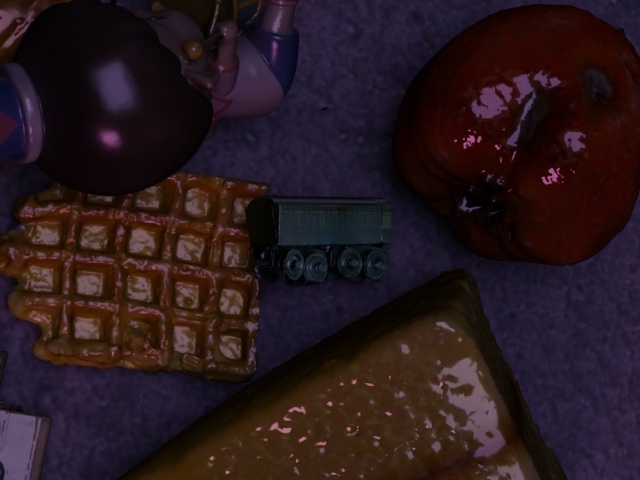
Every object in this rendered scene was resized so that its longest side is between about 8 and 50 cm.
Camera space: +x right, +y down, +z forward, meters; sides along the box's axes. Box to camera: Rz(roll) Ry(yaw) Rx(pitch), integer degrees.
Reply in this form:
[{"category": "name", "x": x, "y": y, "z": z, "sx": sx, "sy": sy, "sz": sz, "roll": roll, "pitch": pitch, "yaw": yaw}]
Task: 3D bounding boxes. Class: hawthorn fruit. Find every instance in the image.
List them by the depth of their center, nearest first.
[{"category": "hawthorn fruit", "x": 0.185, "y": -0.107, "z": 1.225, "sx": 0.207, "sy": 0.207, "sz": 0.243, "roll": 44, "pitch": 61, "yaw": -7}]

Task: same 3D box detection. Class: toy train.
[{"category": "toy train", "x": 0.000, "y": 0.000, "z": 1.197, "sx": 0.148, "sy": 0.038, "sz": 0.070, "roll": -1, "pitch": 87, "yaw": -47}]

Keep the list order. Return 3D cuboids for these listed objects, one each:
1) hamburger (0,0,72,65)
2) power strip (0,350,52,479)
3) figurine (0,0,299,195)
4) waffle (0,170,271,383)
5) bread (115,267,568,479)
[{"category": "hamburger", "x": -0.245, "y": -0.191, "z": 1.161, "sx": 0.147, "sy": 0.083, "sz": 0.138, "roll": 43, "pitch": 74, "yaw": -3}, {"category": "power strip", "x": -0.261, "y": 0.212, "z": 1.127, "sx": 0.092, "sy": 0.034, "sz": 0.267, "roll": 13, "pitch": 80, "yaw": -14}, {"category": "figurine", "x": -0.137, "y": -0.123, "z": 1.111, "sx": 0.275, "sy": 0.161, "sz": 0.158, "roll": -37, "pitch": 102, "yaw": -44}, {"category": "waffle", "x": -0.149, "y": 0.023, "z": 1.173, "sx": 0.211, "sy": 0.055, "sz": 0.160, "roll": 6, "pitch": 80, "yaw": -16}, {"category": "bread", "x": -0.004, "y": 0.204, "z": 1.178, "sx": 0.362, "sy": 0.245, "sz": 0.233, "roll": -25, "pitch": 94, "yaw": 8}]
